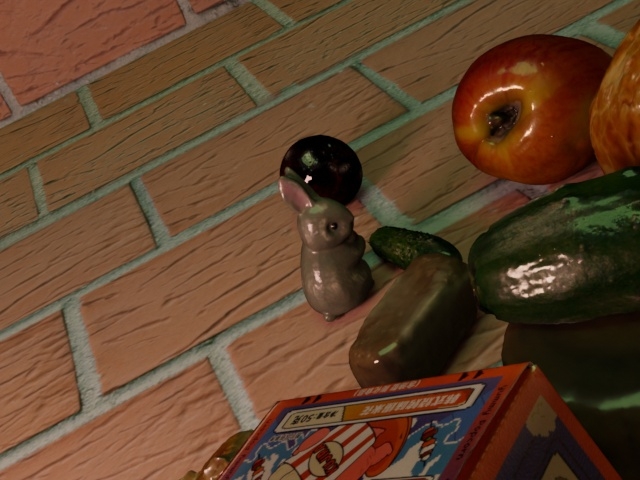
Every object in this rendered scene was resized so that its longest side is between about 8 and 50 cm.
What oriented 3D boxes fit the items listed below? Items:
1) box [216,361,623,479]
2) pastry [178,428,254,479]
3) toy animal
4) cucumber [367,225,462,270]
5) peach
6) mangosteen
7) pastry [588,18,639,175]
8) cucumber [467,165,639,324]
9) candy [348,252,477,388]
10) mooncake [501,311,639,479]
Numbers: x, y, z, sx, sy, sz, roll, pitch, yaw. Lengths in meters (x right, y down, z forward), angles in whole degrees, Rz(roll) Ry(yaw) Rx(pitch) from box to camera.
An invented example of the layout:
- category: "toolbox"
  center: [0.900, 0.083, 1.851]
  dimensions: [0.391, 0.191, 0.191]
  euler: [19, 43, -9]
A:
- category: "box"
  center: [0.062, 0.316, 0.950]
  dimensions: [0.348, 0.257, 0.318]
  euler: [-19, 26, 49]
- category: "pastry"
  center: [-0.116, 0.326, 1.201]
  dimensions: [0.257, 0.120, 0.236]
  euler: [-56, 6, 15]
- category: "toy animal"
  center: [0.010, 0.004, 1.616]
  dimensions: [0.108, 0.236, 0.138]
  euler: [0, 39, 21]
- category: "cucumber"
  center: [0.140, 0.016, 1.663]
  dimensions: [0.069, 0.069, 0.227]
  euler: [-37, 28, -20]
- category: "peach"
  center: [0.346, -0.208, 1.702]
  dimensions: [0.281, 0.238, 0.281]
  euler: [-31, -10, -6]
- category: "mangosteen"
  center: [-0.002, -0.111, 1.916]
  dimensions: [0.152, 0.152, 0.152]
  euler: [-19, 30, 11]
- category: "pastry"
  center: [0.507, -0.136, 1.308]
  dimensions: [0.312, 0.389, 0.388]
  euler: [-29, 29, -6]
- category: "cucumber"
  center: [0.303, 0.012, 1.163]
  dimensions: [0.325, 0.145, 0.105]
  euler: [-13, 20, 24]
- category: "candy"
  center: [0.130, 0.118, 1.460]
  dimensions: [0.102, 0.104, 0.234]
  euler: [8, 42, 43]
- category: "mooncake"
  center: [0.355, 0.149, 1.184]
  dimensions: [0.290, 0.161, 0.290]
  euler: [-18, 29, 10]
